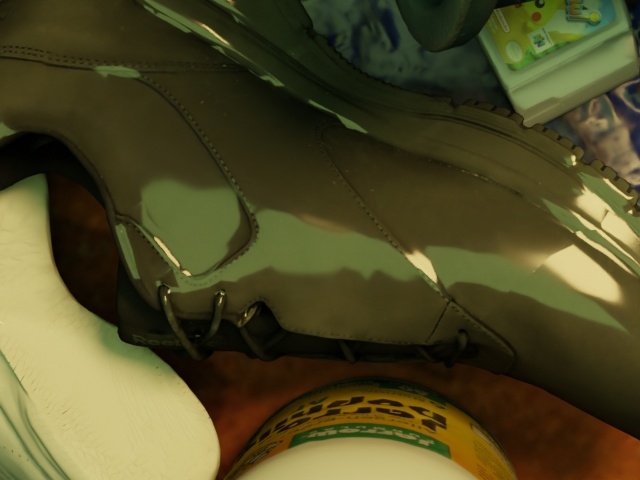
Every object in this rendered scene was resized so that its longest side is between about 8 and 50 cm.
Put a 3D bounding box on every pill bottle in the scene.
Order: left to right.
[{"bbox_3d":[0.013,0.114,0.549,0.117,0.208,0.117,0,94,4],"label":"pill bottle"}]

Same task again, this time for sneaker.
[{"bbox_3d":[-0.126,0.030,0.628,0.080,0.094,0.212,-24,73,-38],"label":"sneaker"},{"bbox_3d":[0.000,0.000,0.582,0.286,0.109,0.130,31,73,10],"label":"sneaker"}]

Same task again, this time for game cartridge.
[{"bbox_3d":[0.081,-0.088,0.630,0.056,0.017,0.083,-28,91,1],"label":"game cartridge"}]

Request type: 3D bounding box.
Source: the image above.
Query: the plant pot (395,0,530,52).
[{"bbox_3d":[0.180,-0.237,0.476,0.334,0.341,0.341,-6,93,-4],"label":"plant pot"}]
